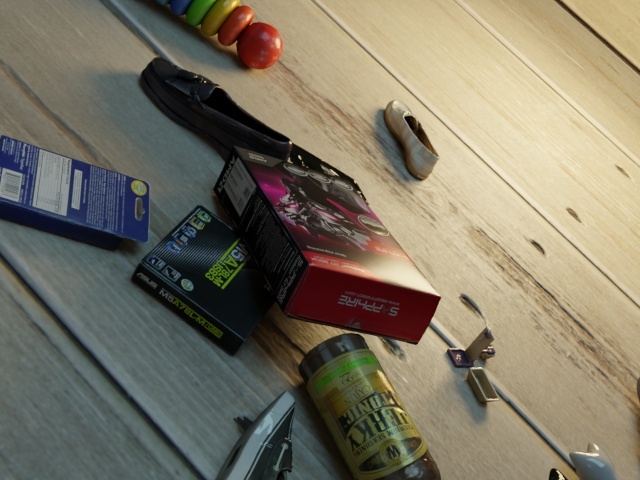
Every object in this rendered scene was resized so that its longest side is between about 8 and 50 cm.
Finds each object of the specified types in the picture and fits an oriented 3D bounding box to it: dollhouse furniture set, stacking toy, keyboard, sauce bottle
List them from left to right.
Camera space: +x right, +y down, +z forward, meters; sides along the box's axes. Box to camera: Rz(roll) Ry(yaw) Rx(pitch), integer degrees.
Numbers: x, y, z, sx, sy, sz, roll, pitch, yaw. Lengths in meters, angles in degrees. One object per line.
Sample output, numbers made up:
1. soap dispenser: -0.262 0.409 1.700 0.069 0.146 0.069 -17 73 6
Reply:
1. stacking toy: -0.209 -0.452 1.946 0.330 0.141 0.141 38 35 -7
2. keyboard: 0.006 -0.102 1.788 0.192 0.038 0.100 27 26 -41
3. sauce bottle: 0.090 0.285 1.366 0.111 0.111 0.344 -3 50 -42
4. dollhouse furniture set: 0.282 0.199 1.651 0.091 0.081 0.114 5 46 -37

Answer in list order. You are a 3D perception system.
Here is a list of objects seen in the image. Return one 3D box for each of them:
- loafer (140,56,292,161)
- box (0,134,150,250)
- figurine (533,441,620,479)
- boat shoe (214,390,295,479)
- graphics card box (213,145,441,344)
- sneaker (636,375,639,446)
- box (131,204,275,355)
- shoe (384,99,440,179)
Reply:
1. loafer: -0.170 -0.223 1.735 0.302 0.095 0.109 41 37 6
2. box: -0.353 -0.062 1.449 0.225 0.036 0.136 17 40 -23
3. figurine: 0.433 0.411 1.542 0.215 0.092 0.209 -15 56 -49
4. boat shoe: -0.073 0.276 1.276 0.070 0.078 0.219 41 38 -5
5. graphics card box: 0.000 0.000 1.544 0.233 0.094 0.371 14 23 -30
6. sneaker: 0.600 0.331 1.750 0.115 0.105 0.281 17 40 -25
7. box: -0.152 0.052 1.484 0.184 0.045 0.190 35 36 2
8. shoe: 0.190 -0.216 2.063 0.077 0.058 0.219 11 42 -31
